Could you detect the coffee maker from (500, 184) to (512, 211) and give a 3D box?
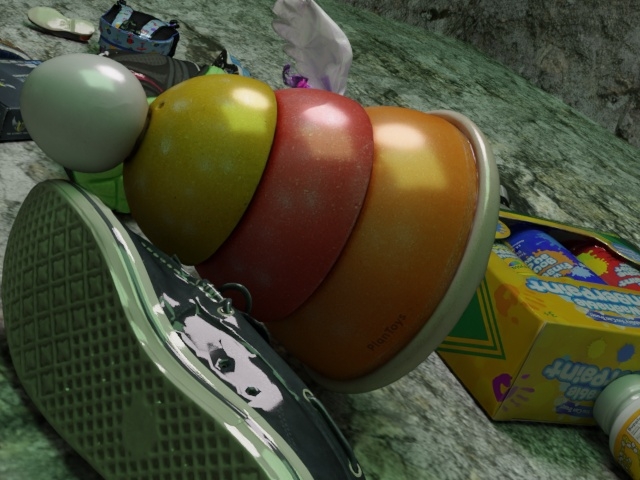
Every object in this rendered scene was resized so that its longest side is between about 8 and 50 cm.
[{"bbox_3d":[0.275,-0.042,1.743,0.171,0.120,0.178,18,21,-10],"label":"coffee maker"}]

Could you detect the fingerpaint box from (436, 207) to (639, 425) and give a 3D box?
[{"bbox_3d":[0.364,0.104,1.424,0.445,0.163,0.371,10,24,-29],"label":"fingerpaint box"}]

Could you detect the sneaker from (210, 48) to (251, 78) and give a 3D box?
[{"bbox_3d":[-0.196,-0.374,2.170,0.073,0.063,0.162,29,18,-37],"label":"sneaker"}]

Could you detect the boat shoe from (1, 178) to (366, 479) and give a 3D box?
[{"bbox_3d":[-0.140,0.119,0.878,0.500,0.186,0.156,42,20,34],"label":"boat shoe"}]

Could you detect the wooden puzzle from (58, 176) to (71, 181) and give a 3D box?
[{"bbox_3d":[-0.346,-0.070,1.343,0.049,0.006,0.083,20,22,-6],"label":"wooden puzzle"}]

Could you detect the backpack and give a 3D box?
[{"bbox_3d":[-0.376,-0.403,1.950,0.158,0.116,0.173,21,21,-7],"label":"backpack"}]

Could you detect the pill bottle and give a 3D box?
[{"bbox_3d":[0.431,0.260,1.184,0.118,0.117,0.208,10,25,-30],"label":"pill bottle"}]

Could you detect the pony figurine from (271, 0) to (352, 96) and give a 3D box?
[{"bbox_3d":[-0.003,-0.232,1.765,0.351,0.302,0.363,39,7,10],"label":"pony figurine"}]

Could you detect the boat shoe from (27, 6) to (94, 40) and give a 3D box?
[{"bbox_3d":[-0.539,-0.445,1.995,0.137,0.049,0.043,10,-18,-23],"label":"boat shoe"}]

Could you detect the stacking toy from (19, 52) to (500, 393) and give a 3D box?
[{"bbox_3d":[-0.081,-0.069,1.024,0.480,0.350,0.350,26,18,-27],"label":"stacking toy"}]

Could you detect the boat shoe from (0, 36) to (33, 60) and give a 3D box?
[{"bbox_3d":[-0.579,-0.329,1.660,0.183,0.066,0.066,30,15,-9],"label":"boat shoe"}]

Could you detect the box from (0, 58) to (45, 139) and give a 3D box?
[{"bbox_3d":[-0.469,-0.226,1.517,0.183,0.059,0.233,34,23,23],"label":"box"}]

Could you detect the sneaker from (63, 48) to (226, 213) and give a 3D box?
[{"bbox_3d":[-0.286,-0.174,1.429,0.202,0.185,0.483,19,18,3],"label":"sneaker"}]
